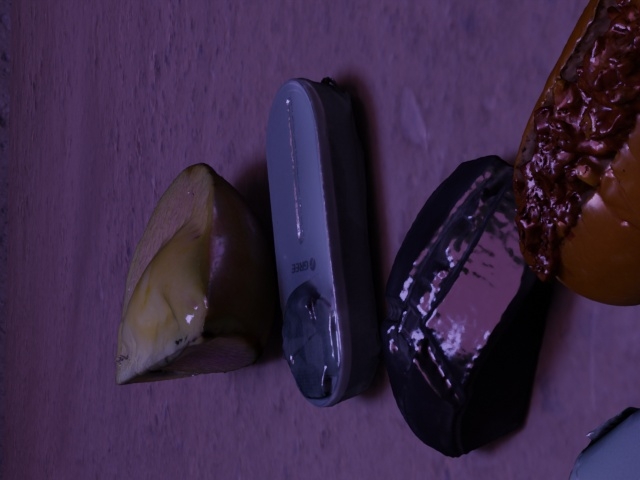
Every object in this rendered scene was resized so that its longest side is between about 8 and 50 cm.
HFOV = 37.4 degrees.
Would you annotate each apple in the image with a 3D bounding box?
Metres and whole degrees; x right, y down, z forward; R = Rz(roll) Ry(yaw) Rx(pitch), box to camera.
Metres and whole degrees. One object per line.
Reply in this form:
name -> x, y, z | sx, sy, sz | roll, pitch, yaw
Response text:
apple -> -0.107, 0.032, 0.867 | 0.265, 0.119, 0.193 | -33, 49, 57

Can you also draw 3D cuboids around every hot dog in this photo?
hot dog -> 0.130, -0.052, 0.377 | 0.249, 0.076, 0.102 | 104, 144, -54

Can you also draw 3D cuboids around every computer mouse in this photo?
computer mouse -> 0.076, 0.044, 0.550 | 0.106, 0.062, 0.192 | 50, 136, 51

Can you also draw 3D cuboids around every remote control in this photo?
remote control -> 0.000, 0.000, 0.713 | 0.104, 0.052, 0.248 | 164, 102, -65

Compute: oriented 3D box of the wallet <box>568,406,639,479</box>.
wallet -> 0.189, 0.096, 0.310 | 0.250, 0.074, 0.176 | 121, 142, -49
